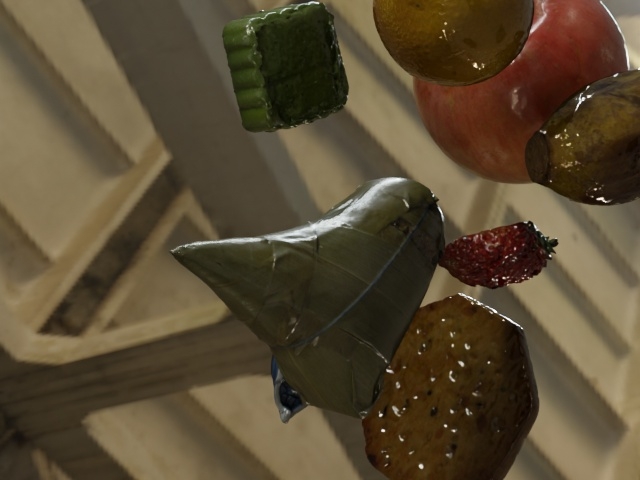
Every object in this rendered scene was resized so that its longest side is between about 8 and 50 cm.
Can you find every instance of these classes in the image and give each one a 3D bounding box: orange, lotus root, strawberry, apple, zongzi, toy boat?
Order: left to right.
[{"bbox_3d":[0.000,0.000,1.814,0.393,0.174,0.356,46,-121,-32],"label":"zongzi"},{"bbox_3d":[0.003,0.172,2.233,0.129,0.142,0.309,26,-87,-29],"label":"toy boat"},{"bbox_3d":[0.181,-0.317,1.774,0.236,0.236,0.236,36,-134,-50],"label":"orange"},{"bbox_3d":[0.278,0.028,2.019,0.192,0.140,0.085,2,-111,-44],"label":"strawberry"},{"bbox_3d":[0.337,-0.262,2.179,0.364,0.363,0.364,36,-134,-50],"label":"apple"},{"bbox_3d":[0.420,-0.150,1.906,0.291,0.193,0.193,-24,-81,-27],"label":"lotus root"}]

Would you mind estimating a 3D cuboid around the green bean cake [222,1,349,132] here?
[{"bbox_3d":[-0.060,-0.302,2.282,0.200,0.113,0.214,-23,-77,-36],"label":"green bean cake"}]

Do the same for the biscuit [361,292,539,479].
[{"bbox_3d":[0.208,0.263,2.174,0.046,0.359,0.359,27,-126,-47],"label":"biscuit"}]
